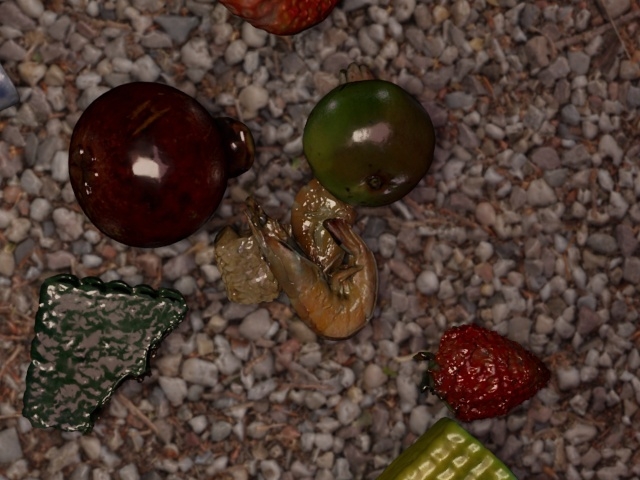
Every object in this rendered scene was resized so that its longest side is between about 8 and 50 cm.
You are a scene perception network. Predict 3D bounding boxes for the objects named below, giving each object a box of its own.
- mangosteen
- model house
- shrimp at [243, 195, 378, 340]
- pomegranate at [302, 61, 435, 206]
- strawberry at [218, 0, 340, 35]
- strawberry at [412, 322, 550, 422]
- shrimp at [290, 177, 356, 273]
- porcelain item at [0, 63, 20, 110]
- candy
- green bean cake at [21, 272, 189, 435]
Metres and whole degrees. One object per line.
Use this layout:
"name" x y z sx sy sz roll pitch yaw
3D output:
"mangosteen" -0.195 -0.102 1.506 0.257 0.215 0.215 -13 94 -37
"model house" 0.175 0.403 1.571 0.237 0.215 0.303 -44 94 -5
"shrimp" -0.009 0.023 1.559 0.143 0.052 0.251 -50 119 -24
"pomegranate" 0.060 -0.150 1.567 0.180 0.180 0.210 -6 54 -10
"strawberry" -0.092 -0.423 1.482 0.312 0.267 0.351 -41 117 -36
"strawberry" 0.231 0.191 1.636 0.192 0.085 0.140 35 83 -11
"shrimp" 0.000 0.000 1.615 0.091 0.043 0.184 7 84 -3
"porcelain item" -0.514 -0.148 1.478 0.259 0.141 0.141 -33 97 -17
"candy" -0.094 0.028 1.582 0.095 0.085 0.110 -11 104 -1
"green bean cake" -0.284 0.151 1.534 0.193 0.107 0.208 10 90 -13
